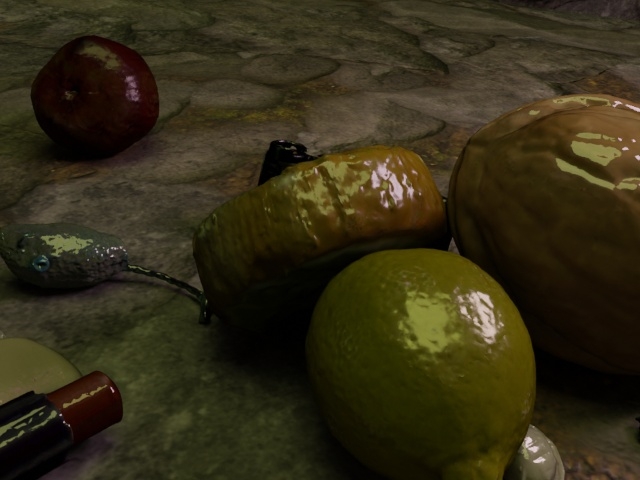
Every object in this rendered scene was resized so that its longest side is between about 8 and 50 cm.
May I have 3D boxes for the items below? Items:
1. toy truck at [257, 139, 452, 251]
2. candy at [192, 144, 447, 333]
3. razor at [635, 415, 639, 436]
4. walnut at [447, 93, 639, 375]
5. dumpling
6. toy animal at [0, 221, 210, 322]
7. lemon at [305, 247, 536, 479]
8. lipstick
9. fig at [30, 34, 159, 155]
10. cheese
[{"bbox_3d":[0.046,-0.036,0.933,0.257,0.127,0.127,22,19,28],"label":"toy truck"},{"bbox_3d":[0.000,0.000,0.744,0.260,0.260,0.117,-16,78,-32],"label":"candy"},{"bbox_3d":[0.296,0.234,0.547,0.056,0.093,0.324,40,34,-8],"label":"razor"},{"bbox_3d":[0.276,-0.010,0.756,0.313,0.252,0.277,31,27,-1],"label":"walnut"},{"bbox_3d":[0.179,0.184,0.629,0.060,0.043,0.077,20,21,-17],"label":"dumpling"},{"bbox_3d":[-0.237,0.033,0.839,0.253,0.070,0.079,16,64,-2],"label":"toy animal"},{"bbox_3d":[0.084,0.104,0.619,0.184,0.184,0.248,-7,37,-19],"label":"lemon"},{"bbox_3d":[-0.279,0.177,0.539,0.081,0.081,0.300,26,37,34],"label":"lipstick"},{"bbox_3d":[-0.347,-0.251,1.219,0.191,0.190,0.290,3,30,-2],"label":"fig"},{"bbox_3d":[-0.296,0.111,0.699,0.097,0.037,0.192,-18,37,-36],"label":"cheese"}]
